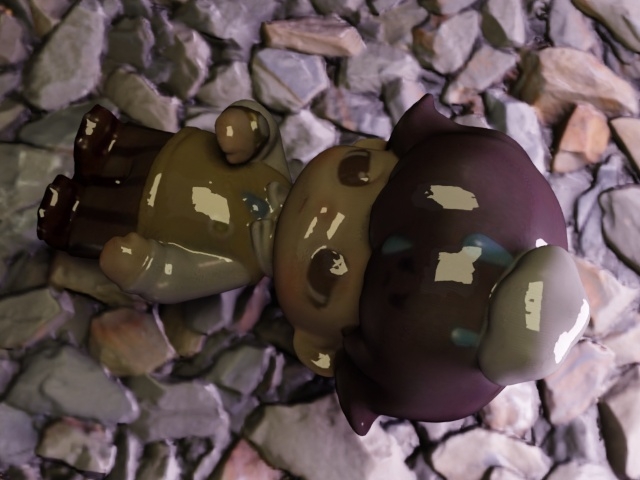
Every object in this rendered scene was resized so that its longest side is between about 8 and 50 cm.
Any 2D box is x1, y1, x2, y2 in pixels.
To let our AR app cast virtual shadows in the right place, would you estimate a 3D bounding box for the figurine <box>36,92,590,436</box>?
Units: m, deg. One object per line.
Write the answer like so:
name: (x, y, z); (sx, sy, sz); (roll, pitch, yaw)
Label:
figurine: (-0.002, -0.015, 1.064); (0.365, 0.206, 0.218); (23, 48, 0)
